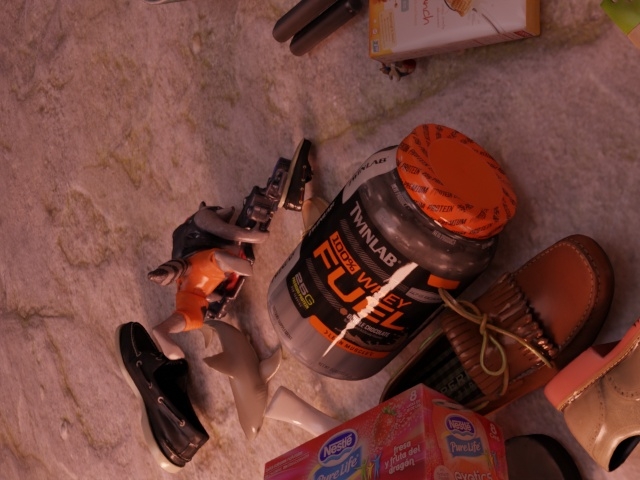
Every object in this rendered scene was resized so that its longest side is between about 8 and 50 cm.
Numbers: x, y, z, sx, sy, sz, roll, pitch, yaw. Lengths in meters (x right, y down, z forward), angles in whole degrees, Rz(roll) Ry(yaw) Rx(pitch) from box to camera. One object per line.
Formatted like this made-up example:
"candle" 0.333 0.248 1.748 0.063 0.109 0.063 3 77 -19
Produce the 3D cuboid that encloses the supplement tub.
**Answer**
"supplement tub" 0.090 0.019 1.197 0.338 0.207 0.207 -52 52 37

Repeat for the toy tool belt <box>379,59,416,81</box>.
"toy tool belt" 0.111 -0.258 1.315 0.083 0.052 0.051 58 156 34

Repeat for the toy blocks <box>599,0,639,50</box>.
"toy blocks" 0.469 -0.167 0.789 0.261 0.190 0.381 -45 55 26

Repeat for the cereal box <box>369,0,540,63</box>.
"cereal box" 0.172 -0.339 1.197 0.240 0.047 0.173 -3 85 39

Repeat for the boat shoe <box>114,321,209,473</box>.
"boat shoe" -0.301 0.276 1.754 0.113 0.127 0.340 -36 49 11

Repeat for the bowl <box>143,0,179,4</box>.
"bowl" -0.213 -0.567 1.628 0.311 0.163 0.312 -2 87 50

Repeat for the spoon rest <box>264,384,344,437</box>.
"spoon rest" 0.038 0.306 1.355 0.276 0.084 0.137 28 88 40

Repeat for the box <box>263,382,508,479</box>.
"box" 0.073 0.317 1.126 0.300 0.154 0.142 -36 37 36

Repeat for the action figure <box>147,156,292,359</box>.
"action figure" -0.180 0.000 1.524 0.341 0.178 0.330 -63 14 17

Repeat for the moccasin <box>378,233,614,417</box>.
"moccasin" 0.200 0.125 1.104 0.380 0.147 0.139 -43 57 41

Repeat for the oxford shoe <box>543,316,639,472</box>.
"oxford shoe" 0.379 0.122 0.919 0.130 0.123 0.348 63 143 24

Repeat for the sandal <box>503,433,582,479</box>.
"sandal" 0.155 0.399 1.181 0.446 0.107 0.168 -56 49 34

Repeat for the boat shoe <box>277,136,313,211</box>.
"boat shoe" -0.034 -0.106 1.471 0.049 0.042 0.133 119 166 -63

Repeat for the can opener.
"can opener" 0.035 -0.391 1.407 0.283 0.076 0.095 -26 37 48

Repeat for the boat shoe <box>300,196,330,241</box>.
"boat shoe" 0.000 0.000 1.425 0.063 0.059 0.170 -51 50 39

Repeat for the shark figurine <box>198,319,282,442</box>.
"shark figurine" -0.175 0.201 1.596 0.278 0.116 0.166 51 125 37
